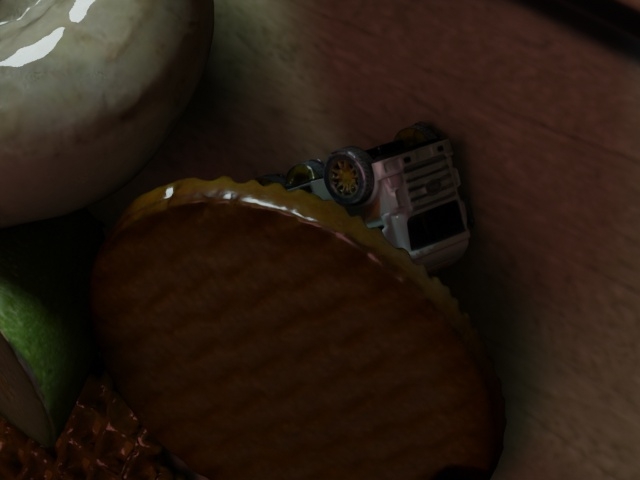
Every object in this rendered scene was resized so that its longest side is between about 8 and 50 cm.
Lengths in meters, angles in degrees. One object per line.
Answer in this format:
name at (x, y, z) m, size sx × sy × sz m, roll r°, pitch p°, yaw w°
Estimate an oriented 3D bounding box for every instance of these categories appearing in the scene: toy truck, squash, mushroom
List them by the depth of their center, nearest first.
mushroom at (-0.228, -0.167, 1.389) m, size 0.298 × 0.297 × 0.290 m, roll 21°, pitch 151°, yaw 33°
toy truck at (0.000, 0.000, 1.391) m, size 0.227 × 0.098 × 0.114 m, roll -17°, pitch 92°, yaw 41°
squash at (-0.259, 0.064, 1.477) m, size 0.189 × 0.260 × 0.189 m, roll 3°, pitch 114°, yaw 7°

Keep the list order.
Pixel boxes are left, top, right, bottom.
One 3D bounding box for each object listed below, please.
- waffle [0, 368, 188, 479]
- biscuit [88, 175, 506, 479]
waffle at (-0.193, 0.220, 1.614) m, size 0.232 × 0.051 × 0.228 m, roll -17°, pitch 89°, yaw 40°
biscuit at (-0.020, 0.085, 1.375) m, size 0.318 × 0.040 × 0.318 m, roll 16°, pitch 135°, yaw 17°
